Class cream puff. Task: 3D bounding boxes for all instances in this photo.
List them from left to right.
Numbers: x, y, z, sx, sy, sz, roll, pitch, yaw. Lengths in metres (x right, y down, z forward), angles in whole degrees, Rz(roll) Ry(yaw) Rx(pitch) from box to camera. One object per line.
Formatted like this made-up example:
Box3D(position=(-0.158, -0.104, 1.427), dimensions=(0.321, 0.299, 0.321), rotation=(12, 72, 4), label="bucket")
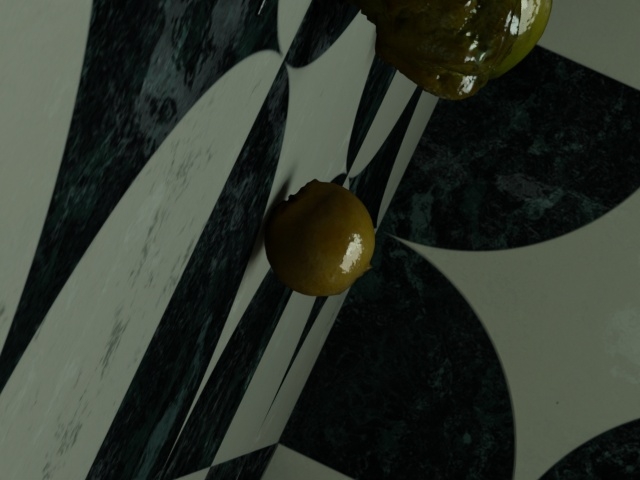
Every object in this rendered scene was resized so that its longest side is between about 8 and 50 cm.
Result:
Box3D(position=(0.128, -0.275, 1.829), dimensions=(0.244, 0.196, 0.244), rotation=(25, 90, -86), label="cream puff")

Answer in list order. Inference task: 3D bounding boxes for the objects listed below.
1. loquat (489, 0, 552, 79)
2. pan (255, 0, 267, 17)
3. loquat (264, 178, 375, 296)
Box3D(position=(0.212, -0.338, 2.307), dimensions=(0.213, 0.213, 0.246), rotation=(-49, 162, -69), label="loquat")
Box3D(position=(-0.039, -0.232, 1.369), dimensions=(0.068, 0.023, 0.115), rotation=(-45, 156, -75), label="pan")
Box3D(position=(0.000, 0.000, 2.117), dimensions=(0.141, 0.141, 0.141), rotation=(25, 90, -84), label="loquat")
